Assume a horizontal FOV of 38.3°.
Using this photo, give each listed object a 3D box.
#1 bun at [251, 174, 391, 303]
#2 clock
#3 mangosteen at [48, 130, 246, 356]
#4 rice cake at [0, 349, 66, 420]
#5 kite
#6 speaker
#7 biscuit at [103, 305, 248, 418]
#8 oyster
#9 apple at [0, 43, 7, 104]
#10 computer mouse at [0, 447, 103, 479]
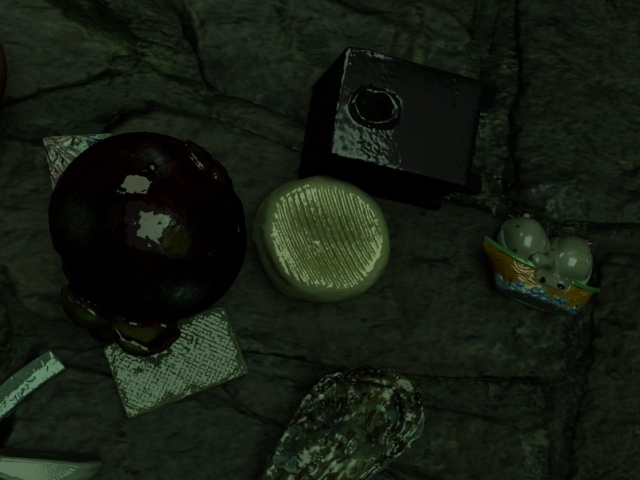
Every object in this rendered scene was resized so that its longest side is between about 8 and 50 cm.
[{"bbox_3d":[0.000,0.000,1.469,0.222,0.127,0.222,0,87,-3],"label":"bun"},{"bbox_3d":[0.376,0.039,1.568,0.231,0.103,0.144,21,76,-13],"label":"clock"},{"bbox_3d":[-0.251,-0.005,1.326,0.311,0.311,0.311,2,82,-14],"label":"mangosteen"},{"bbox_3d":[-0.481,0.253,1.350,0.245,0.042,0.045,-42,91,-15],"label":"rice cake"},{"bbox_3d":[-0.370,-0.114,1.445,0.157,0.011,0.139,34,79,-7],"label":"kite"},{"bbox_3d":[0.118,-0.172,1.462,0.254,0.232,0.184,12,81,-12],"label":"speaker"},{"bbox_3d":[-0.222,0.186,1.427,0.199,0.040,0.121,-19,86,-15],"label":"biscuit"},{"bbox_3d":[0.010,0.327,1.428,0.351,0.158,0.162,-41,51,-8],"label":"oyster"},{"bbox_3d":[-0.599,-0.215,1.269,0.302,0.301,0.301,2,82,-14],"label":"apple"},{"bbox_3d":[-0.408,0.335,1.334,0.182,0.089,0.056,8,82,-12],"label":"computer mouse"}]
